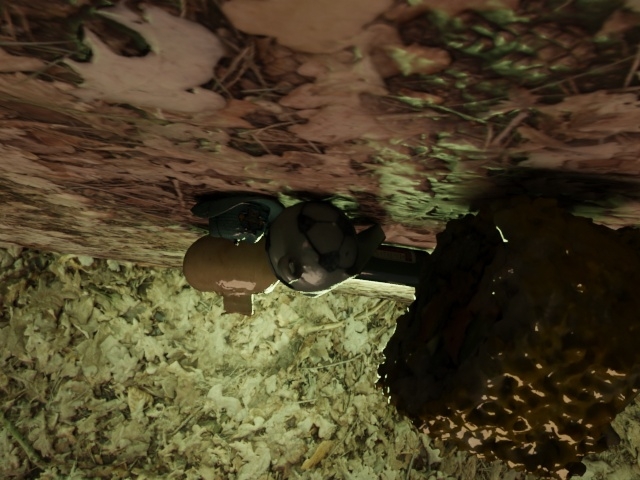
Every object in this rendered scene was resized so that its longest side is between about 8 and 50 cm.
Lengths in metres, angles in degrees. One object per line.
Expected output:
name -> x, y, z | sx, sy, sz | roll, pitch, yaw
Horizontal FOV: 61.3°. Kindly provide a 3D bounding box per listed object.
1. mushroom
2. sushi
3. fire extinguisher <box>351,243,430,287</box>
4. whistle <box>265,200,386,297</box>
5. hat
mushroom -> -0.196, 0.080, 1.280 | 0.246, 0.202, 0.246 | -3, 177, 0
sushi -> 0.256, 0.112, 0.736 | 0.240, 0.351, 0.396 | 23, 174, -4
fire extinguisher -> 0.173, 0.055, 1.216 | 0.295, 0.093, 0.118 | 8, -163, -14
whistle -> 0.000, 0.000, 0.895 | 0.164, 0.163, 0.290 | 3, -159, 21
hat -> -0.145, -0.029, 0.935 | 0.138, 0.077, 0.191 | 16, 167, -38
